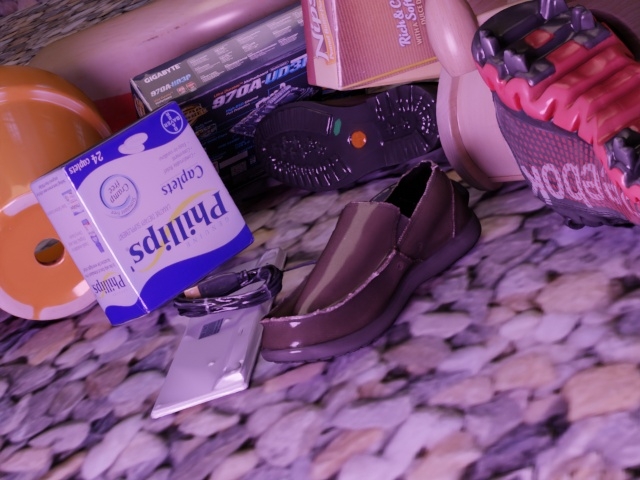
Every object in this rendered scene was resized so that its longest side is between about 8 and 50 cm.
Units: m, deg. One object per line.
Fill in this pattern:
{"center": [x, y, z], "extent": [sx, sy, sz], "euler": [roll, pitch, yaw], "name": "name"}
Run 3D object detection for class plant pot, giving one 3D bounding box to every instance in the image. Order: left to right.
{"center": [-0.261, -0.028, 1.491], "extent": [0.205, 0.205, 0.188], "euler": [-26, 33, -9], "name": "plant pot"}

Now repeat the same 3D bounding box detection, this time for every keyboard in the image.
{"center": [-0.072, 0.064, 1.256], "extent": [0.072, 0.014, 0.256], "euler": [-24, 16, 14], "name": "keyboard"}

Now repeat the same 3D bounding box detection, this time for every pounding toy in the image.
{"center": [0.190, -0.123, 1.283], "extent": [0.269, 0.154, 0.154], "euler": [-13, 6, -42], "name": "pounding toy"}

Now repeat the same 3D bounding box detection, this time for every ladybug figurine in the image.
{"center": [-0.124, -0.184, 1.766], "extent": [0.449, 0.162, 0.305], "euler": [-12, 13, 47], "name": "ladybug figurine"}

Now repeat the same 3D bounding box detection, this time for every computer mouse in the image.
{"center": [0.000, 0.000, 1.272], "extent": [0.242, 0.041, 0.071], "euler": [-22, 19, -12], "name": "computer mouse"}

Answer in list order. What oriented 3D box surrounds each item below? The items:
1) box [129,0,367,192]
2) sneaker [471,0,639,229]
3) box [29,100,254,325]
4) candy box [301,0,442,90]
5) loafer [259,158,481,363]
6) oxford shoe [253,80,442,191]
{"center": [-0.060, -0.127, 1.563], "extent": [0.220, 0.175, 0.051], "euler": [-27, 62, -13], "name": "box"}
{"center": [0.206, -0.056, 1.116], "extent": [0.097, 0.135, 0.276], "euler": [-30, 42, -14], "name": "sneaker"}
{"center": [-0.144, -0.022, 1.373], "extent": [0.126, 0.137, 0.072], "euler": [-35, 9, -34], "name": "box"}
{"center": [0.139, -0.241, 1.461], "extent": [0.316, 0.183, 0.087], "euler": [-10, 11, -20], "name": "candy box"}
{"center": [0.026, 0.012, 1.170], "extent": [0.080, 0.078, 0.220], "euler": [-7, 23, 42], "name": "loafer"}
{"center": [0.039, -0.093, 1.496], "extent": [0.227, 0.083, 0.096], "euler": [-5, 9, 38], "name": "oxford shoe"}
